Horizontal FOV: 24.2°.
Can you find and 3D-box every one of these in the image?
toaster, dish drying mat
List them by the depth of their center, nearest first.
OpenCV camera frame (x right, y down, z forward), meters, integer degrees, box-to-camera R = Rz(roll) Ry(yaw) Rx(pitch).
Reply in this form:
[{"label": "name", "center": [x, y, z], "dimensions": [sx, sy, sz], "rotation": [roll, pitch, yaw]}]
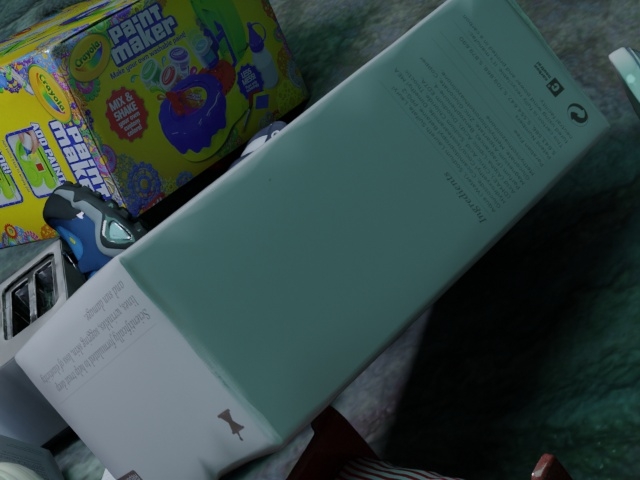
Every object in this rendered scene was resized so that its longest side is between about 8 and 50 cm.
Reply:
[{"label": "toaster", "center": [-0.266, 0.109, 1.404], "dimensions": [0.168, 0.110, 0.186], "rotation": [-37, 32, 10]}, {"label": "dish drying mat", "center": [-0.121, -0.085, 1.574], "dimensions": [0.083, 0.008, 0.032], "rotation": [-4, 47, 47]}]

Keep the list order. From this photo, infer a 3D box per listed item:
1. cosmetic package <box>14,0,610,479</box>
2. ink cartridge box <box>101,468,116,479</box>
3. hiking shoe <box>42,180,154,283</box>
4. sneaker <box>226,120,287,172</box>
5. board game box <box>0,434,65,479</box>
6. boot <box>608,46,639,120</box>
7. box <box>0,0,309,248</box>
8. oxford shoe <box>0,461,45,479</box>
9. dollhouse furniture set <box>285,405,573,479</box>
[{"label": "cosmetic package", "center": [0.000, 0.000, 1.034], "dimensions": [0.385, 0.156, 0.217], "rotation": [-39, 1, -37]}, {"label": "ink cartridge box", "center": [-0.149, 0.192, 1.249], "dimensions": [0.063, 0.029, 0.115], "rotation": [-18, 40, 33]}, {"label": "hiking shoe", "center": [-0.153, 0.067, 1.236], "dimensions": [0.132, 0.113, 0.304], "rotation": [-48, 59, 0]}, {"label": "sneaker", "center": [-0.023, -0.014, 1.291], "dimensions": [0.153, 0.099, 0.282], "rotation": [-51, 29, -11]}, {"label": "board game box", "center": [-0.386, 0.269, 1.268], "dimensions": [0.305, 0.193, 0.053], "rotation": [-39, 62, 8]}, {"label": "boot", "center": [0.284, -0.098, 1.090], "dimensions": [0.086, 0.069, 0.190], "rotation": [-31, 40, 6]}, {"label": "box", "center": [-0.222, -0.140, 1.500], "dimensions": [0.279, 0.177, 0.290], "rotation": [-10, 21, 43]}, {"label": "oxford shoe", "center": [-0.353, 0.351, 1.202], "dimensions": [0.449, 0.130, 0.169], "rotation": [-45, 73, 7]}, {"label": "dollhouse furniture set", "center": [0.015, 0.294, 0.820], "dimensions": [0.201, 0.152, 0.374], "rotation": [2, 52, 49]}]
